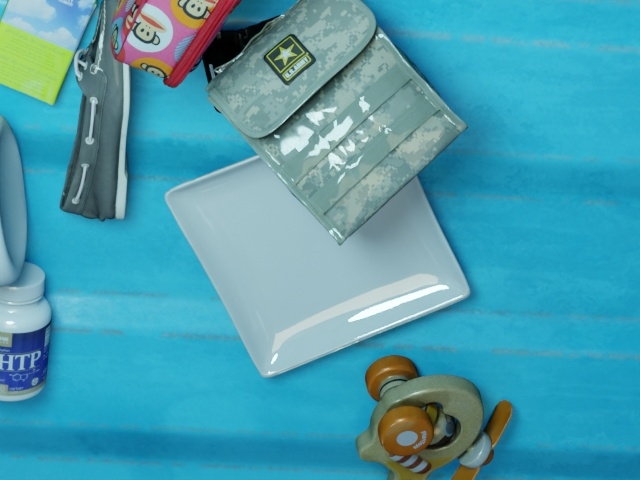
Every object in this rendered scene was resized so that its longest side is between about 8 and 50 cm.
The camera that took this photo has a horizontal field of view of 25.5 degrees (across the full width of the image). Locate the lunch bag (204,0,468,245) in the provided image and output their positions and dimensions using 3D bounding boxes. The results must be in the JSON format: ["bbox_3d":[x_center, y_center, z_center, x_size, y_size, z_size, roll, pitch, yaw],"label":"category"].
[{"bbox_3d":[0.016,-0.178,1.870,0.235,0.169,0.287,-42,91,2],"label":"lunch bag"}]

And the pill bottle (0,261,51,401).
[{"bbox_3d":[-0.451,0.130,2.065,0.112,0.112,0.187,6,116,-6],"label":"pill bottle"}]

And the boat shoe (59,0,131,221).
[{"bbox_3d":[-0.307,-0.174,1.921,0.095,0.112,0.335,1,120,-9],"label":"boat shoe"}]

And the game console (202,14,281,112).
[{"bbox_3d":[-0.099,-0.243,1.954,0.107,0.071,0.122,4,120,29],"label":"game console"}]

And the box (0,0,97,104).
[{"bbox_3d":[-0.375,-0.283,1.899,0.109,0.042,0.178,22,113,-14],"label":"box"}]

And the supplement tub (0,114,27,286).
[{"bbox_3d":[-0.578,-0.045,1.897,0.331,0.241,0.241,-4,117,-1],"label":"supplement tub"}]

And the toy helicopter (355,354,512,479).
[{"bbox_3d":[0.162,0.347,2.224,0.234,0.140,0.355,5,127,-16],"label":"toy helicopter"}]

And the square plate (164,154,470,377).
[{"bbox_3d":[0.000,0.000,2.061,0.344,0.049,0.347,-22,116,8],"label":"square plate"}]

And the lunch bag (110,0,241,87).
[{"bbox_3d":[-0.143,-0.355,1.722,0.120,0.293,0.258,27,130,-15],"label":"lunch bag"}]
